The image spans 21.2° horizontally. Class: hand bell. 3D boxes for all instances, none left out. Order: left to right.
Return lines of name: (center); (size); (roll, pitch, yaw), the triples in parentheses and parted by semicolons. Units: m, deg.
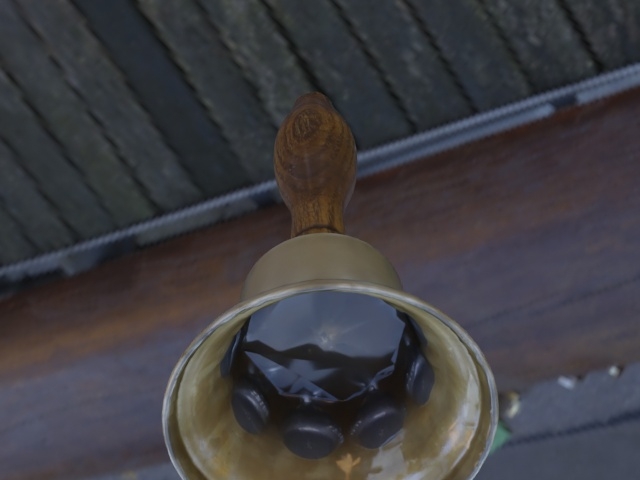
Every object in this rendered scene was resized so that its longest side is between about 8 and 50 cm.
hand bell: (0.000, 0.000, 0.736); (0.126, 0.242, 0.126); (-1, 125, -2)
